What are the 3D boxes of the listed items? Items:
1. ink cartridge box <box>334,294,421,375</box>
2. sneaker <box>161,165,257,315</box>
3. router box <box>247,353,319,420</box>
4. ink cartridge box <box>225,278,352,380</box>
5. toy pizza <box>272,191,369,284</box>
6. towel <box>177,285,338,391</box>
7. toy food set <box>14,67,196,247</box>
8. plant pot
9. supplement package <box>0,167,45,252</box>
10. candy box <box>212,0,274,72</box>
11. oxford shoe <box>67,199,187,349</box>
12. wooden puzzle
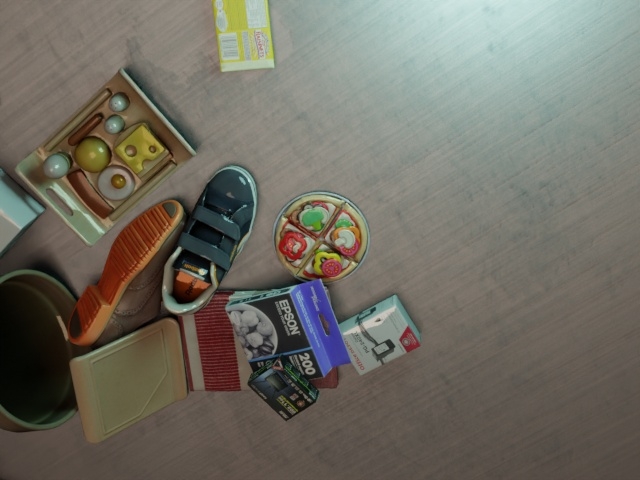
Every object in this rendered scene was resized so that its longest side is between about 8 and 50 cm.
[{"bbox_3d":[0.119,0.200,1.895,0.150,0.063,0.109,-30,104,13],"label":"ink cartridge box"},{"bbox_3d":[-0.220,0.008,1.802,0.126,0.127,0.321,22,101,4],"label":"sneaker"},{"bbox_3d":[-0.077,0.305,1.873,0.092,0.038,0.122,-37,105,28],"label":"router box"},{"bbox_3d":[-0.064,0.196,1.866,0.208,0.045,0.206,-15,110,17],"label":"ink cartridge box"},{"bbox_3d":[0.000,0.000,1.850,0.201,0.032,0.201,1,109,3],"label":"toy pizza"},{"bbox_3d":[-0.133,0.214,1.934,0.328,0.037,0.237,-3,111,6],"label":"towel"},{"bbox_3d":[-0.423,-0.160,1.790,0.306,0.092,0.220,-38,102,15],"label":"toy food set"},{"bbox_3d":[-0.678,0.248,1.860,0.280,0.323,0.323,-16,108,26],"label":"plant pot"},{"bbox_3d":[-0.704,-0.011,1.838,0.139,0.134,0.244,44,106,-10],"label":"supplement package"},{"bbox_3d":[-0.149,-0.426,1.714,0.105,0.027,0.206,-4,109,3],"label":"candy box"},{"bbox_3d":[-0.374,0.076,1.876,0.132,0.130,0.364,29,105,-39],"label":"oxford shoe"},{"bbox_3d":[-0.399,0.289,1.901,0.238,0.044,0.221,-22,125,-31],"label":"wooden puzzle"}]
